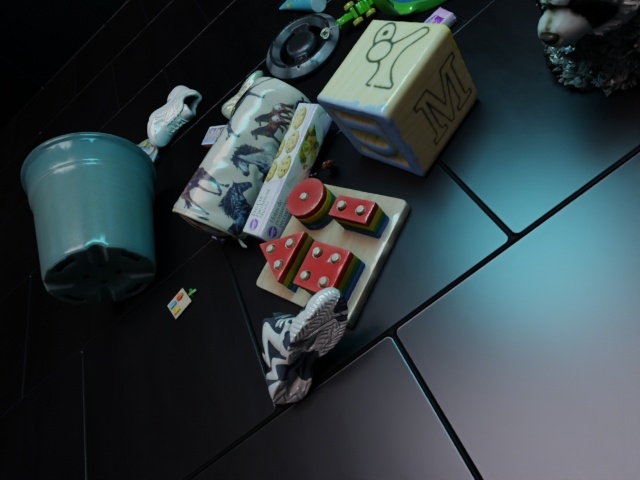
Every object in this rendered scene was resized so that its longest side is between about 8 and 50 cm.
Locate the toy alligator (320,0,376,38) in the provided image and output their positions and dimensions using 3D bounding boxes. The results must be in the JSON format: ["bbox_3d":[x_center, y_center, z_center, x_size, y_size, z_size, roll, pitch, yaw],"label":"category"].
[{"bbox_3d":[0.082,-0.590,1.243,0.189,0.056,0.051,-32,8,10],"label":"toy alligator"}]

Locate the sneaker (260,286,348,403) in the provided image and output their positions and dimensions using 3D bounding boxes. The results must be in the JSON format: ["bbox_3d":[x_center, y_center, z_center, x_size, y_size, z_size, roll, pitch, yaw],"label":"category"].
[{"bbox_3d":[-0.044,0.148,0.822,0.153,0.094,0.235,54,133,49],"label":"sneaker"}]

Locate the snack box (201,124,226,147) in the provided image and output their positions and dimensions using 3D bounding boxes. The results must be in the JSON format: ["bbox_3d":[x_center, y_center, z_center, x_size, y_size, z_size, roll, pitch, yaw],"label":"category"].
[{"bbox_3d":[-0.264,-0.298,1.338,0.178,0.022,0.064,5,67,38],"label":"snack box"}]

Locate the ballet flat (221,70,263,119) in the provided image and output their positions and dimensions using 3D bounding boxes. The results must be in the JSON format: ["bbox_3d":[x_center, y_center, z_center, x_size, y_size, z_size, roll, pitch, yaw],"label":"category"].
[{"bbox_3d":[-0.214,-0.414,1.363,0.168,0.057,0.052,-44,74,11],"label":"ballet flat"}]

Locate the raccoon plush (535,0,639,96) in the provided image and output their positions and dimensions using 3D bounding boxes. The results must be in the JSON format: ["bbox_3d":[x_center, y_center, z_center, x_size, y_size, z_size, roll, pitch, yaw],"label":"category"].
[{"bbox_3d":[0.453,-0.454,0.717,0.216,0.299,0.447,11,70,40],"label":"raccoon plush"}]

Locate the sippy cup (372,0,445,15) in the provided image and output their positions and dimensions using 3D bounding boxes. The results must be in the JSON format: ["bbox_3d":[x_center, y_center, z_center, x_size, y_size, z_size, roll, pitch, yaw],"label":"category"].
[{"bbox_3d":[0.221,-0.701,1.093,0.239,0.224,0.306,-12,56,30],"label":"sippy cup"}]

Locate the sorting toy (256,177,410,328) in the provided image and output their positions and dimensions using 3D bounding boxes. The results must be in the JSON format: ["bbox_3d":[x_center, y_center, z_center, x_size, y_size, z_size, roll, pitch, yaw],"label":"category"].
[{"bbox_3d":[0.000,0.000,0.914,0.255,0.089,0.257,17,75,42],"label":"sorting toy"}]

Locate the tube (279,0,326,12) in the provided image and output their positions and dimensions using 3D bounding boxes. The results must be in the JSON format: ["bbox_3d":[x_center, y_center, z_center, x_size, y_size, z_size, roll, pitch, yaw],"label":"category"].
[{"bbox_3d":[-0.054,-0.729,1.439,0.080,0.052,0.207,-42,40,-6],"label":"tube"}]

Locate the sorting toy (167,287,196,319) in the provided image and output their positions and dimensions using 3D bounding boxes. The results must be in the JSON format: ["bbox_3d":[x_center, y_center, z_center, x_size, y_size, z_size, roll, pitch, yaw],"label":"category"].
[{"bbox_3d":[-0.329,0.139,1.122,0.083,0.012,0.062,-50,46,1],"label":"sorting toy"}]

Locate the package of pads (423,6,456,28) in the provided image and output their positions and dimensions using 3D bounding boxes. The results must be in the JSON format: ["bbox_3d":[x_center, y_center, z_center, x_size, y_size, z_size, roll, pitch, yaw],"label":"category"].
[{"bbox_3d":[0.258,-0.481,1.062,0.083,0.032,0.050,-42,45,7],"label":"package of pads"}]

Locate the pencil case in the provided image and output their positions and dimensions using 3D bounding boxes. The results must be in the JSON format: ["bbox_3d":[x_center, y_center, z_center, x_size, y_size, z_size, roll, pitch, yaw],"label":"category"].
[{"bbox_3d":[-0.163,-0.192,1.108,0.411,0.183,0.160,-62,19,-12],"label":"pencil case"}]

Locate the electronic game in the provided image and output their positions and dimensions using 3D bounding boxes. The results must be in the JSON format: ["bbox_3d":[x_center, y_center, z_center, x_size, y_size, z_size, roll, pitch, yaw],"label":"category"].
[{"bbox_3d":[-0.051,-0.540,1.312,0.229,0.048,0.230,-12,62,23],"label":"electronic game"}]

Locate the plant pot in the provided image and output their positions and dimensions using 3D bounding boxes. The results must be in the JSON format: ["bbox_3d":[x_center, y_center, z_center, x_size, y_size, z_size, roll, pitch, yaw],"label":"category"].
[{"bbox_3d":[-0.578,-0.037,1.221,0.341,0.341,0.334,-32,57,16],"label":"plant pot"}]

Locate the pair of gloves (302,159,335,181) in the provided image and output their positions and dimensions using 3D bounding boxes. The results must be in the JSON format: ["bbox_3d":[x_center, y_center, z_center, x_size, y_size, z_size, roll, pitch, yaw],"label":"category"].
[{"bbox_3d":[-0.003,-0.150,1.027,0.083,0.074,0.010,-37,86,10],"label":"pair of gloves"}]

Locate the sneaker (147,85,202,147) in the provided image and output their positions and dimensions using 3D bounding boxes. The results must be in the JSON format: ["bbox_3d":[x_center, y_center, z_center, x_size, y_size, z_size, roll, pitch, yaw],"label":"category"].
[{"bbox_3d":[-0.461,-0.396,1.500,0.115,0.090,0.232,16,75,38],"label":"sneaker"}]

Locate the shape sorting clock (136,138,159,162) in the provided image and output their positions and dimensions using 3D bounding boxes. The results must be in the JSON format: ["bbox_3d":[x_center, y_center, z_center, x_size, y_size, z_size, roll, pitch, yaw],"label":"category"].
[{"bbox_3d":[-0.607,-0.252,1.549,0.206,0.040,0.206,-18,54,26],"label":"shape sorting clock"}]

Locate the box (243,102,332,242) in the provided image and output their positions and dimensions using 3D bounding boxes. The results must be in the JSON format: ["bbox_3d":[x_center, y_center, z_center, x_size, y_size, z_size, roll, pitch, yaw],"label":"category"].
[{"bbox_3d":[-0.070,-0.150,1.050,0.067,0.063,0.324,18,81,42],"label":"box"}]

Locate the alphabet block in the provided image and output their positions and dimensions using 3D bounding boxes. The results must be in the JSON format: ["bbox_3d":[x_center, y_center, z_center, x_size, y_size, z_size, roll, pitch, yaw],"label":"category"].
[{"bbox_3d":[0.149,-0.273,0.903,0.192,0.193,0.197,31,84,42],"label":"alphabet block"}]
